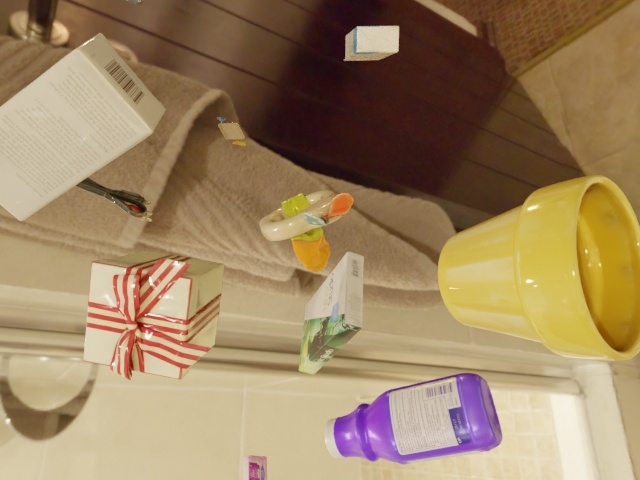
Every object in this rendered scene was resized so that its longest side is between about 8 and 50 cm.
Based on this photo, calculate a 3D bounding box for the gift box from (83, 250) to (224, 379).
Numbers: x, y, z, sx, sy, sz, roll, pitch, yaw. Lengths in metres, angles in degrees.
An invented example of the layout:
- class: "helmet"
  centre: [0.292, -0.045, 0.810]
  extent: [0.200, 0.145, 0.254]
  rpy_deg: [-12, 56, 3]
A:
- class: "gift box"
  centre: [-0.353, 0.150, 1.062]
  extent: [0.258, 0.277, 0.254]
  rpy_deg: [-38, -48, -80]

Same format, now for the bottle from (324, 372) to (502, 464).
- class: "bottle"
  centre: [0.143, 0.303, 0.772]
  extent: [0.283, 0.092, 0.118]
  rpy_deg: [-23, 52, 24]

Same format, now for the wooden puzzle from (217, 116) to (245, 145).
- class: "wooden puzzle"
  centre: [-0.293, -0.362, 1.554]
  extent: [0.116, 0.079, 0.014]
  rpy_deg: [74, -152, -52]

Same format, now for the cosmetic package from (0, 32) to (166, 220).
- class: "cosmetic package"
  centre: [-0.637, -0.265, 1.143]
  extent: [0.454, 0.230, 0.161]
  rpy_deg: [-27, 33, 15]

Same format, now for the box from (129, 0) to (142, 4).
- class: "box"
  centre: [-0.481, -0.642, 1.188]
  extent: [0.083, 0.018, 0.067]
  rpy_deg: [30, 119, 27]

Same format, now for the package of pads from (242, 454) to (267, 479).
- class: "package of pads"
  centre: [-0.140, 0.506, 1.001]
  extent: [0.032, 0.050, 0.083]
  rpy_deg: [-47, 37, 37]

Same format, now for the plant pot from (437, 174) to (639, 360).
- class: "plant pot"
  centre: [0.327, 0.050, 0.722]
  extent: [0.239, 0.254, 0.253]
  rpy_deg: [-14, 66, 51]

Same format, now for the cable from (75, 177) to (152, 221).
- class: "cable"
  centre: [-0.677, -0.131, 1.519]
  extent: [0.072, 0.287, 0.139]
  rpy_deg: [-56, 37, 24]

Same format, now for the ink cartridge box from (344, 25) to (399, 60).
- class: "ink cartridge box"
  centre: [0.122, -0.495, 1.184]
  extent: [0.180, 0.104, 0.060]
  rpy_deg: [-119, 26, -73]

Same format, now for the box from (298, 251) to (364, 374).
- class: "box"
  centre: [0.028, 0.213, 1.336]
  extent: [0.322, 0.059, 0.232]
  rpy_deg: [122, 160, -46]

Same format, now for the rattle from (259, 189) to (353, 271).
- class: "rattle"
  centre: [0.000, 0.000, 0.684]
  extent: [0.200, 0.130, 0.142]
  rpy_deg: [5, 108, 55]
